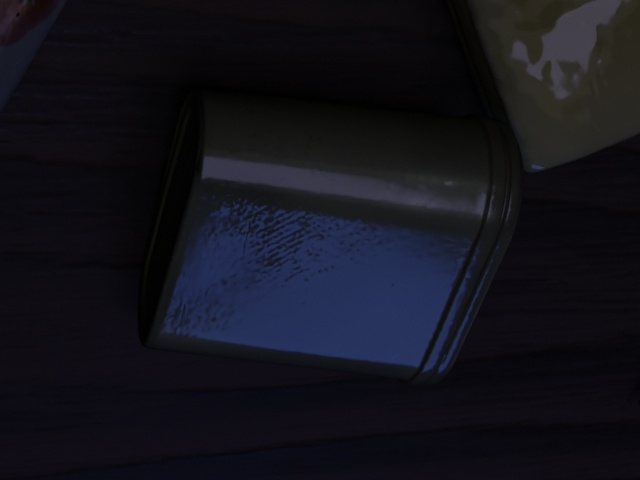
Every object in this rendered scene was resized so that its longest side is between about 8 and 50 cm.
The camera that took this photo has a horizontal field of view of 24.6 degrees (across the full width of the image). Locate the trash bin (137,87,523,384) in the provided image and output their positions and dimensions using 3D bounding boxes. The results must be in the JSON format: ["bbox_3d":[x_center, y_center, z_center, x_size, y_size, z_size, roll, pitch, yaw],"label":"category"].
[{"bbox_3d":[0.000,0.000,1.129,0.248,0.121,0.243,6,128,-16],"label":"trash bin"}]

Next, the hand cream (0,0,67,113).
[{"bbox_3d":[-0.259,-0.131,1.040,0.124,0.078,0.340,25,99,-24],"label":"hand cream"}]

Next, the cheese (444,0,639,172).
[{"bbox_3d":[0.215,-0.217,1.121,0.243,0.124,0.265,-24,117,-2],"label":"cheese"}]

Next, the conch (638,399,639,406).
[{"bbox_3d":[0.380,0.087,1.331,0.095,0.079,0.200,15,125,-36],"label":"conch"}]
